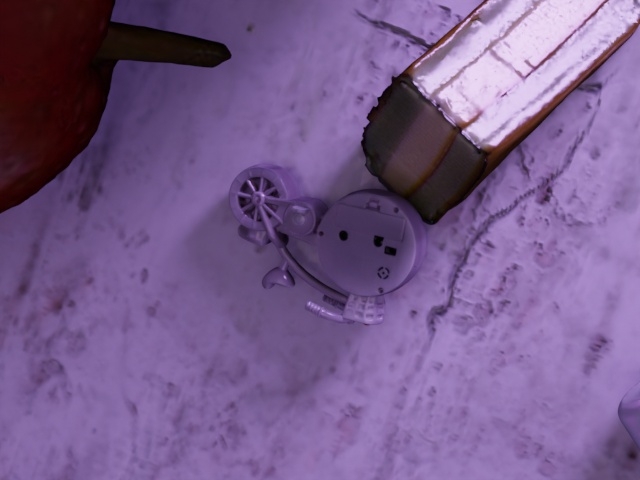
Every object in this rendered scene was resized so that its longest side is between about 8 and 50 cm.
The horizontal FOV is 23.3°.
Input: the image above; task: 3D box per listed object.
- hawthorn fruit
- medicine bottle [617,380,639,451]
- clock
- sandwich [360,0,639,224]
[{"bbox_3d":[-0.232,-0.141,0.883,0.369,0.285,0.284,8,97,-4],"label":"hawthorn fruit"},{"bbox_3d":[0.281,0.182,0.913,0.095,0.095,0.260,-33,91,10],"label":"medicine bottle"},{"bbox_3d":[0.000,0.000,0.963,0.129,0.041,0.087,22,104,15],"label":"clock"},{"bbox_3d":[0.109,-0.100,0.952,0.079,0.113,0.163,45,65,3],"label":"sandwich"}]
